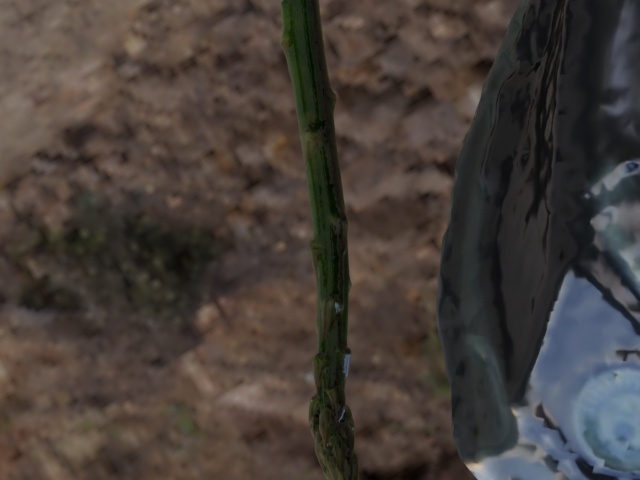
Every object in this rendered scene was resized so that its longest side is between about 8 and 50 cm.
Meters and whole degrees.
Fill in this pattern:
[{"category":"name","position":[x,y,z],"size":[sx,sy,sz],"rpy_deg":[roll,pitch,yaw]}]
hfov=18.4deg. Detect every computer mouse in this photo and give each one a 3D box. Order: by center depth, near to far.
[{"category":"computer mouse","position":[0.084,-0.028,0.367],"size":[0.062,0.105,0.192],"rpy_deg":[-143,-112,-84]}]

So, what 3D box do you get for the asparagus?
[{"category":"asparagus","position":[0.000,0.000,0.575],"size":[0.016,0.163,0.016],"rpy_deg":[-15,154,24]}]
